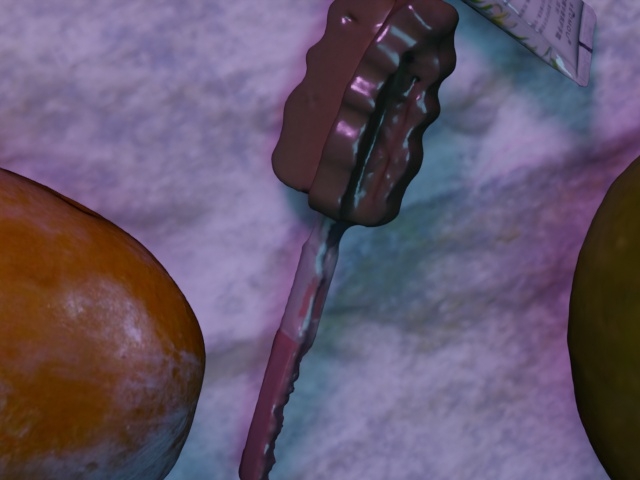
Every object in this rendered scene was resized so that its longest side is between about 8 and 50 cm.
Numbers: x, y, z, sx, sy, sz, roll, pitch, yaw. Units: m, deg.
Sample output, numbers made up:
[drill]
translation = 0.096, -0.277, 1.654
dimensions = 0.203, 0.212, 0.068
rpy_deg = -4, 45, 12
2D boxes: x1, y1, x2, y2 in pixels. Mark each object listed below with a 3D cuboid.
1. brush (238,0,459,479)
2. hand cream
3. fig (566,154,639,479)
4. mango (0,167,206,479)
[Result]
[brush]
translation = 0.000, 0.000, 0.910
dimensions = 0.071, 0.084, 0.301
rpy_deg = 12, 108, -21
[hand cream]
translation = 0.074, -0.154, 0.899
dimensions = 0.194, 0.067, 0.042
rpy_deg = 34, 131, -22
[fig]
translation = 0.297, 0.064, 0.887
dimensions = 0.316, 0.316, 0.316
rpy_deg = -5, 107, -15
[mango]
translation = -0.238, 0.047, 0.779
dimensions = 0.384, 0.221, 0.199
rpy_deg = 18, 57, -20
